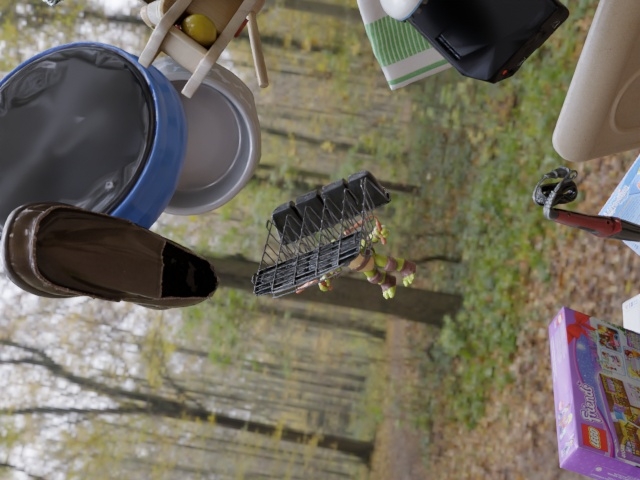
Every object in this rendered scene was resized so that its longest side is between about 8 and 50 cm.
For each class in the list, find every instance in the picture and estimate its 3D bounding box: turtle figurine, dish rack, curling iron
[{"bbox_3d":[0.086,0.052,2.001,0.269,0.217,0.087,-47,31,28],"label":"turtle figurine"},{"bbox_3d":[0.000,0.000,1.436,0.074,0.208,0.271,56,-157,-26],"label":"dish rack"},{"bbox_3d":[0.368,-0.031,1.162,0.035,0.274,0.068,28,98,53],"label":"curling iron"}]

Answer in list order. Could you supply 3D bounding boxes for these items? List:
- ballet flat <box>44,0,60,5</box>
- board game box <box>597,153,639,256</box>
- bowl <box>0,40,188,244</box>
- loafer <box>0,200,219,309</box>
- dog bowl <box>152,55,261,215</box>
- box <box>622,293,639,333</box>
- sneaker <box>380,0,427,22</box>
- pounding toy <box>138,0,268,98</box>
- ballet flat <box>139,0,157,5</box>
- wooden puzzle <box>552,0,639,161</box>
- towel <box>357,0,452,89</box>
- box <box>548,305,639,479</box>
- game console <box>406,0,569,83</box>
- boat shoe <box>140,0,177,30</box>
[{"bbox_3d":[-0.380,-0.382,1.297,0.188,0.070,0.070,47,139,46],"label":"ballet flat"},{"bbox_3d":[0.743,-0.110,2.025,0.027,0.145,0.281,-18,-35,-41],"label":"board game box"},{"bbox_3d":[-0.405,-0.145,1.460,0.077,0.391,0.391,46,-129,-64],"label":"bowl"},{"bbox_3d":[-0.275,0.021,1.272,0.366,0.130,0.133,14,-104,-56],"label":"loafer"},{"bbox_3d":[-0.288,-0.210,1.924,0.102,0.349,0.348,-109,25,-70],"label":"dog bowl"},{"bbox_3d":[0.668,0.278,1.666,0.058,0.232,0.321,-46,28,52],"label":"box"},{"bbox_3d":[0.073,-0.347,1.046,0.085,0.086,0.237,-39,48,40],"label":"sneaker"},{"bbox_3d":[-0.099,-0.276,1.138,0.154,0.155,0.269,-46,15,39],"label":"pounding toy"},{"bbox_3d":[-0.301,-0.477,1.682,0.107,0.316,0.106,-52,9,-3],"label":"ballet flat"},{"bbox_3d":[0.485,-0.275,1.220,0.080,0.348,0.322,55,146,43],"label":"wooden puzzle"},{"bbox_3d":[0.174,-0.434,1.491,0.038,0.248,0.324,-121,9,-62],"label":"towel"},{"bbox_3d":[0.460,0.246,1.392,0.293,0.201,0.057,-77,8,-51],"label":"box"},{"bbox_3d":[0.246,-0.366,1.045,0.361,0.213,0.044,-47,-28,18],"label":"game console"},{"bbox_3d":[-0.227,-0.344,1.465,0.170,0.059,0.063,29,-116,-64],"label":"boat shoe"}]
